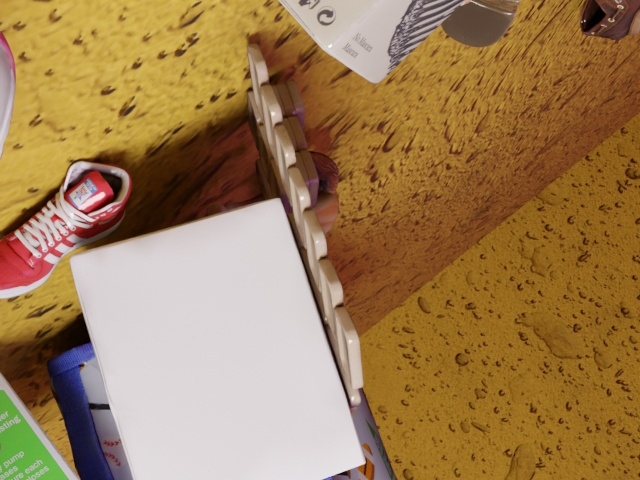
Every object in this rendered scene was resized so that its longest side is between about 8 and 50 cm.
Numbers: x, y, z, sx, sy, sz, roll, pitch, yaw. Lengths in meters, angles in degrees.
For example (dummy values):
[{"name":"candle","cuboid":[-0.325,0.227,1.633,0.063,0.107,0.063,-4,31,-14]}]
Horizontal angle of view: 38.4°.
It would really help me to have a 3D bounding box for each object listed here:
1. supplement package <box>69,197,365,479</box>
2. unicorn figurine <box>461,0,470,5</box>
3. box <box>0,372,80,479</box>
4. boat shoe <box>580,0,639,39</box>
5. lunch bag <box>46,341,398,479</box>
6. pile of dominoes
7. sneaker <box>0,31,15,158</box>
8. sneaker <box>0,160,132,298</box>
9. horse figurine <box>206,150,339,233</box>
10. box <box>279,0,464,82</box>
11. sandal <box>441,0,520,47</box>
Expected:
[{"name":"supplement package","cuboid":[-0.084,0.093,0.690,0.149,0.194,0.203,-17,175,-13]},{"name":"unicorn figurine","cuboid":[0.090,-0.198,0.672,0.111,0.060,0.162,-26,165,-32]},{"name":"box","cuboid":[-0.308,0.256,0.705,0.262,0.231,0.126,-33,161,-26]},{"name":"boat shoe","cuboid":[0.347,-0.293,1.072,0.073,0.073,0.207,-1,163,8]},{"name":"lunch bag","cuboid":[-0.087,0.227,0.956,0.239,0.327,0.385,-24,173,27]},{"name":"pile of dominoes","cuboid":[0.000,0.000,0.671,0.040,0.251,0.196,-17,163,-9]},{"name":"sneaker","cuboid":[-0.222,-0.015,0.314,0.252,0.103,0.111,-37,169,-14]},{"name":"sneaker","cuboid":[-0.174,-0.011,0.605,0.118,0.042,0.067,-40,174,-36]},{"name":"horse figurine","cuboid":[-0.055,-0.009,0.903,0.174,0.066,0.263,-15,157,-46]},{"name":"box","cuboid":[0.088,-0.221,0.513,0.275,0.094,0.113,-42,167,14]},{"name":"sandal","cuboid":[0.162,-0.249,0.734,0.240,0.088,0.079,127,-15,-68]}]
